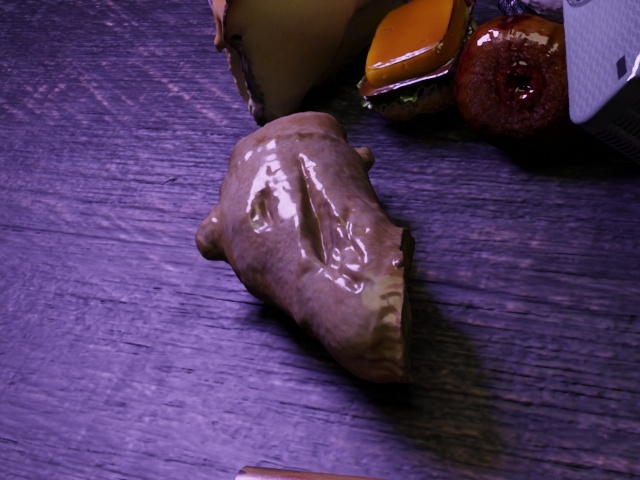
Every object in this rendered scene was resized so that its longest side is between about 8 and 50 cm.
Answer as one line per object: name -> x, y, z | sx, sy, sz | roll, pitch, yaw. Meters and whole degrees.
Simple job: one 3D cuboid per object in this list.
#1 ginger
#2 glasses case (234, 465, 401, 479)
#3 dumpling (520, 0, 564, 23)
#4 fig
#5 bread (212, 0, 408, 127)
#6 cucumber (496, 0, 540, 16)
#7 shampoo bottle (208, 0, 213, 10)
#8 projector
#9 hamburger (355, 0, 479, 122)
ginger -> 0.000, 0.000, 0.868 | 0.190, 0.126, 0.354 | -24, 40, -13
glasses case -> 0.016, 0.199, 0.712 | 0.170, 0.041, 0.064 | 1, 46, 21
dumpling -> 0.298, -0.314, 1.073 | 0.216, 0.126, 0.166 | 16, 87, 40
fig -> 0.222, -0.170, 0.993 | 0.146, 0.134, 0.201 | 32, 33, 8
bread -> -0.029, -0.281, 1.126 | 0.262, 0.204, 0.162 | -39, 48, -25
cucumber -> 0.235, -0.249, 1.117 | 0.033, 0.034, 0.135 | -16, 41, -3
shampoo bottle -> -0.003, -0.374, 1.273 | 0.303, 0.092, 0.092 | -40, 45, -11
projector -> 0.315, -0.152, 0.855 | 0.108, 0.198, 0.250 | -46, 23, 42
hamburger -> 0.109, -0.195, 1.061 | 0.137, 0.087, 0.166 | -12, 36, 30
